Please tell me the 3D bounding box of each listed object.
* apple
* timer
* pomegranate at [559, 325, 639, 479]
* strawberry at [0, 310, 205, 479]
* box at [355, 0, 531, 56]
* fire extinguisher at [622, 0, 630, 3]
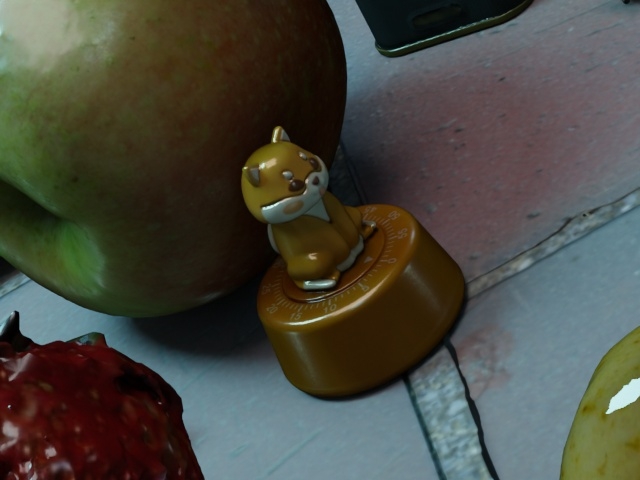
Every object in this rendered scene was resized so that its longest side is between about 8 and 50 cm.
[{"bbox_3d":[-0.130,-0.107,1.269,0.319,0.319,0.277,9,52,50],"label":"apple"},{"bbox_3d":[0.000,0.000,1.136,0.132,0.152,0.132,-24,30,15],"label":"timer"},{"bbox_3d":[0.185,0.110,0.774,0.196,0.196,0.196,-24,31,15],"label":"pomegranate"},{"bbox_3d":[-0.173,0.200,0.956,0.238,0.250,0.288,-1,53,-11],"label":"strawberry"},{"bbox_3d":[0.104,-0.252,1.479,0.144,0.090,0.201,-14,34,29],"label":"box"},{"bbox_3d":[0.267,-0.224,1.319,0.177,0.050,0.062,-28,56,8],"label":"fire extinguisher"}]
